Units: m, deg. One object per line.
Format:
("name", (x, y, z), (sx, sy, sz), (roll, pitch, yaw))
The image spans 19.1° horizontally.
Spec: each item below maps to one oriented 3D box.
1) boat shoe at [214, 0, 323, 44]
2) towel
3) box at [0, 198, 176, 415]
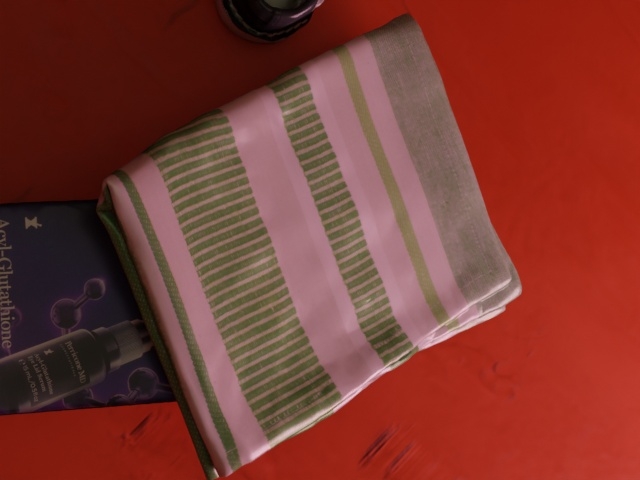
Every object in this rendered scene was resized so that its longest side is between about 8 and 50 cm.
("boat shoe", (-0.003, -0.299, 1.458), (0.114, 0.091, 0.302), (10, 85, -14))
("towel", (0.000, 0.000, 1.407), (0.325, 0.038, 0.248), (-29, 103, -35))
("box", (-0.194, 0.048, 1.386), (0.207, 0.108, 0.153), (-4, 88, -15))
